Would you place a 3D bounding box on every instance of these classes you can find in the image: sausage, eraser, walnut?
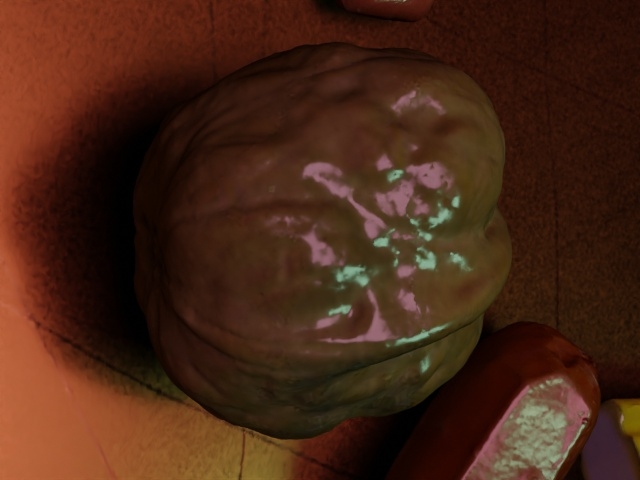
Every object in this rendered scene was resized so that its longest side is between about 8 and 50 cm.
[{"bbox_3d":[0.130,0.180,1.482,0.133,0.133,0.258,40,74,-25],"label":"sausage"},{"bbox_3d":[0.051,-0.208,1.467,0.094,0.059,0.054,4,113,-33],"label":"sausage"},{"bbox_3d":[0.324,0.214,1.576,0.226,0.069,0.158,3,63,-43],"label":"eraser"},{"bbox_3d":[0.000,-0.002,1.328,0.277,0.253,0.282,-16,102,-23],"label":"walnut"}]

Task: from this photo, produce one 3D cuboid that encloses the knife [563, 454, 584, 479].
[{"bbox_3d":[0.212,0.347,1.585,0.132,0.038,0.399,17,81,-33],"label":"knife"}]
